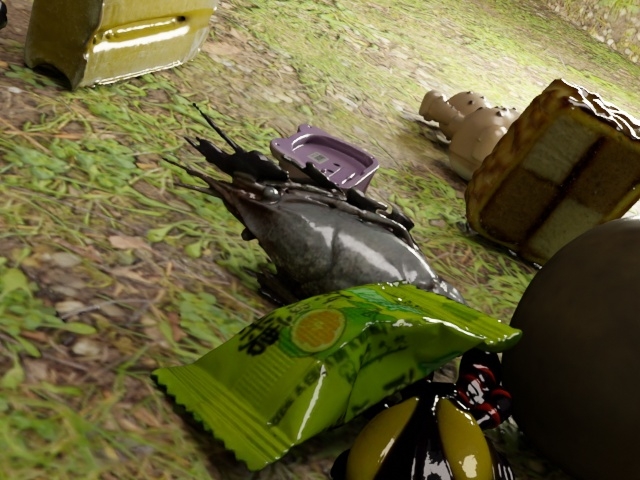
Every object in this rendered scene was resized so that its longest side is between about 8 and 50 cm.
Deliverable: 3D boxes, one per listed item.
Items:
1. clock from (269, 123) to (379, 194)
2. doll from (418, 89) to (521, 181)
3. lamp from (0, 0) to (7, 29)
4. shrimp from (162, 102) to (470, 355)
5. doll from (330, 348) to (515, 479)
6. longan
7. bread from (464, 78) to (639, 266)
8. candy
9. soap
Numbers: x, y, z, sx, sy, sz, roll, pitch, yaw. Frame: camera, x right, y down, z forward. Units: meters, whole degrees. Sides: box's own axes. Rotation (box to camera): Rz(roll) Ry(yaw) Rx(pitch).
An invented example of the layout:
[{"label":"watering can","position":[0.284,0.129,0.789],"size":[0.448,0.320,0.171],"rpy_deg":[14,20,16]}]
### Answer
[{"label":"clock","position":[-0.002,-0.079,1.179],"size":[0.110,0.050,0.152],"rpy_deg":[31,24,9]},{"label":"doll","position":[0.240,-0.157,1.519],"size":[0.154,0.119,0.278],"rpy_deg":[19,15,-17]},{"label":"lamp","position":[-0.496,-0.323,1.088],"size":[0.314,0.182,0.182],"rpy_deg":[51,24,-6]},{"label":"shrimp","position":[0.002,-0.003,0.954],"size":[0.343,0.116,0.145],"rpy_deg":[36,24,4]},{"label":"doll","position":[0.080,0.148,0.766],"size":[0.088,0.127,0.249],"rpy_deg":[57,27,-10]},{"label":"longan","position":[0.284,0.101,0.888],"size":[0.258,0.258,0.258],"rpy_deg":[21,25,-10]},{"label":"bread","position":[0.296,-0.073,1.261],"size":[0.181,0.222,0.096],"rpy_deg":[31,27,-11]},{"label":"candy","position":[0.014,0.083,0.761],"size":[0.246,0.069,0.149],"rpy_deg":[-25,29,-25]},{"label":"soap","position":[-0.222,-0.306,1.243],"size":[0.091,0.199,0.315],"rpy_deg":[26,25,10]}]
